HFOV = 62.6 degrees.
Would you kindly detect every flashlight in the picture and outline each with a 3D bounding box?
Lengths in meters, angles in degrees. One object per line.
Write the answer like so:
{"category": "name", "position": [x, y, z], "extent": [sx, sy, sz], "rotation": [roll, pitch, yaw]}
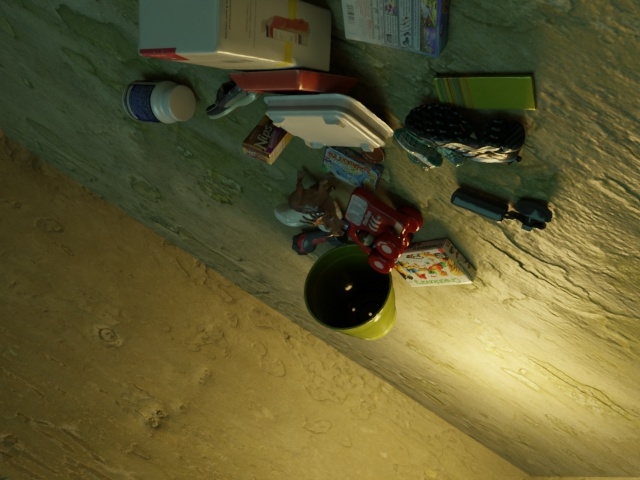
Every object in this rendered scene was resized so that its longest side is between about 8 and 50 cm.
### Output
{"category": "flashlight", "position": [0.000, 0.000, 2.193], "extent": [0.103, 0.103, 0.304], "rotation": [18, 164, -35]}

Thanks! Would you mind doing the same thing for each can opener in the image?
{"category": "can opener", "position": [0.518, -0.097, 1.516], "extent": [0.280, 0.074, 0.093], "rotation": [20, 116, 22]}

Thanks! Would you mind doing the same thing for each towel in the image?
{"category": "towel", "position": [0.392, -0.357, 1.264], "extent": [0.237, 0.021, 0.102], "rotation": [12, 151, 35]}

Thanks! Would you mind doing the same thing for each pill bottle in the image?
{"category": "pill bottle", "position": [-0.591, -0.510, 1.936], "extent": [0.264, 0.153, 0.153], "rotation": [13, 147, 35]}

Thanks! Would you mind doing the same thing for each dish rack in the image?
{"category": "dish rack", "position": [0.016, -0.331, 1.529], "extent": [0.332, 0.073, 0.285], "rotation": [12, 174, 39]}

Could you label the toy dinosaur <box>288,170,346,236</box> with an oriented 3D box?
{"category": "toy dinosaur", "position": [-0.038, -0.130, 1.871], "extent": [0.295, 0.201, 0.127], "rotation": [13, 163, 40]}

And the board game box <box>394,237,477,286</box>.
{"category": "board game box", "position": [0.399, 0.088, 1.948], "extent": [0.193, 0.053, 0.305], "rotation": [45, 151, -22]}

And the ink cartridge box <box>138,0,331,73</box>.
{"category": "ink cartridge box", "position": [-0.194, -0.502, 1.268], "extent": [0.279, 0.384, 0.161], "rotation": [12, 105, 36]}

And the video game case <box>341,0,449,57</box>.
{"category": "video game case", "position": [0.160, -0.551, 1.148], "extent": [0.244, 0.061, 0.270], "rotation": [23, 151, 23]}

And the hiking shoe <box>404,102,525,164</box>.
{"category": "hiking shoe", "position": [0.360, -0.256, 1.347], "extent": [0.303, 0.113, 0.132], "rotation": [20, 162, 22]}

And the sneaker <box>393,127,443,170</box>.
{"category": "sneaker", "position": [0.269, -0.255, 1.520], "extent": [0.166, 0.065, 0.076], "rotation": [38, 157, -6]}

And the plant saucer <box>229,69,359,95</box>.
{"category": "plant saucer", "position": [-0.070, -0.423, 1.427], "extent": [0.258, 0.259, 0.048], "rotation": [12, 106, 37]}

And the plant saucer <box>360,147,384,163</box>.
{"category": "plant saucer", "position": [0.163, -0.276, 1.650], "extent": [0.083, 0.013, 0.084], "rotation": [26, 151, 15]}

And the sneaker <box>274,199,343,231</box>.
{"category": "sneaker", "position": [-0.050, -0.127, 2.047], "extent": [0.304, 0.114, 0.152], "rotation": [8, 138, 26]}

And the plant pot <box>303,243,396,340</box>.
{"category": "plant pot", "position": [0.163, 0.257, 2.208], "extent": [0.366, 0.367, 0.353], "rotation": [16, 160, 30]}

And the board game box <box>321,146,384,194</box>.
{"category": "board game box", "position": [0.104, -0.240, 1.749], "extent": [0.201, 0.035, 0.136], "rotation": [29, 153, 9]}

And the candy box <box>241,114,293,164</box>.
{"category": "candy box", "position": [-0.158, -0.341, 1.702], "extent": [0.109, 0.187, 0.053], "rotation": [25, 151, 17]}

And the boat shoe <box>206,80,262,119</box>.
{"category": "boat shoe", "position": [-0.291, -0.477, 1.729], "extent": [0.285, 0.103, 0.092], "rotation": [-7, 128, 47]}

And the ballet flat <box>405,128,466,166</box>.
{"category": "ballet flat", "position": [0.324, -0.278, 1.435], "extent": [0.188, 0.070, 0.070], "rotation": [33, 153, -2]}

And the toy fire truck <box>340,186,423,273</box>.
{"category": "toy fire truck", "position": [0.193, -0.041, 1.842], "extent": [0.253, 0.169, 0.302], "rotation": [34, 153, 9]}
